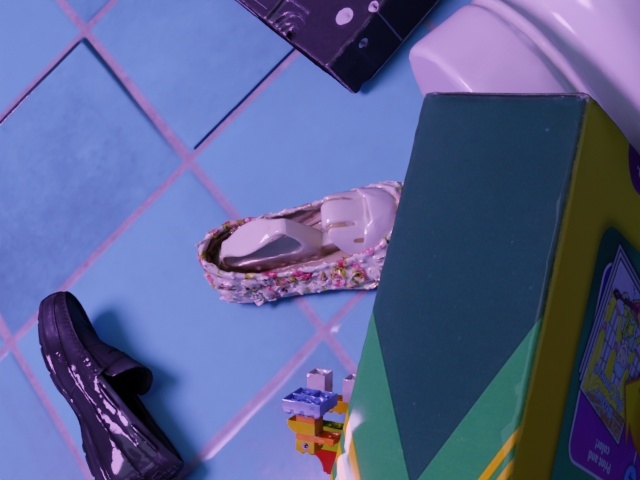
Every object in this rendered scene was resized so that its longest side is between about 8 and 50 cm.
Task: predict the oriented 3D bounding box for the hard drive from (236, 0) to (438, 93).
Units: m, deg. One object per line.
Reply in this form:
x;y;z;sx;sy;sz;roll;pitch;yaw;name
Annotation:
0.063;-0.326;1.202;0.339;0.064;0.237;-50;52;3;hard drive

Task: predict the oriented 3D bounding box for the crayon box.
0.142;0.136;0.743;0.106;0.363;0.313;4;70;35;crayon box

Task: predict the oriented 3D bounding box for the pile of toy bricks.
0.065;0.170;0.954;0.212;0.118;0.105;6;104;25;pile of toy bricks

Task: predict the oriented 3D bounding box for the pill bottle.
0.252;-0.169;0.881;0.361;0.204;0.204;-37;53;-2;pill bottle

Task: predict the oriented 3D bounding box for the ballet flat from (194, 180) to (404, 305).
0.000;0.000;1.079;0.241;0.077;0.091;-18;59;23;ballet flat

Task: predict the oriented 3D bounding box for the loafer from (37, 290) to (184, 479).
-0.183;0.129;1.137;0.078;0.076;0.223;-35;59;7;loafer
